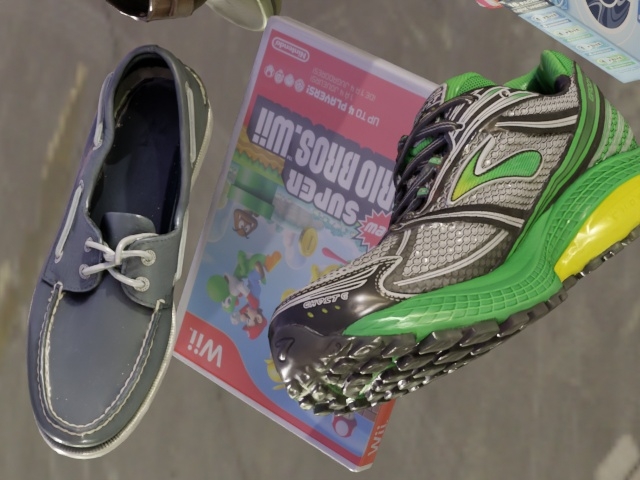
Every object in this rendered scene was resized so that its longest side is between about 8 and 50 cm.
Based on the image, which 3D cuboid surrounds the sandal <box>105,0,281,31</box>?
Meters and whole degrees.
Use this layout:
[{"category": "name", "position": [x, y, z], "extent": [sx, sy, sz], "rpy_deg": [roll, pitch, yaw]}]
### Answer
[{"category": "sandal", "position": [-0.142, -0.213, 1.119], "extent": [0.120, 0.303, 0.086], "rpy_deg": [25, 92, 34]}]

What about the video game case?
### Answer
[{"category": "video game case", "position": [0.000, 0.000, 1.134], "extent": [0.204, 0.025, 0.285], "rpy_deg": [29, 110, 31]}]

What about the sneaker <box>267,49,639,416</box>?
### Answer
[{"category": "sneaker", "position": [0.076, -0.009, 0.904], "extent": [0.134, 0.343, 0.146], "rpy_deg": [-36, 87, 43]}]

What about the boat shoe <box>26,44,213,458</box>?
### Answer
[{"category": "boat shoe", "position": [-0.156, 0.001, 1.143], "extent": [0.099, 0.116, 0.319], "rpy_deg": [85, -162, -71]}]

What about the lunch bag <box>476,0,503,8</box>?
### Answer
[{"category": "lunch bag", "position": [0.270, -0.415, 1.735], "extent": [0.258, 0.120, 0.293], "rpy_deg": [-3, 58, 59]}]

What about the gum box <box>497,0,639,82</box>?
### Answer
[{"category": "gum box", "position": [0.220, -0.236, 1.254], "extent": [0.041, 0.184, 0.157], "rpy_deg": [-9, 67, 43]}]
